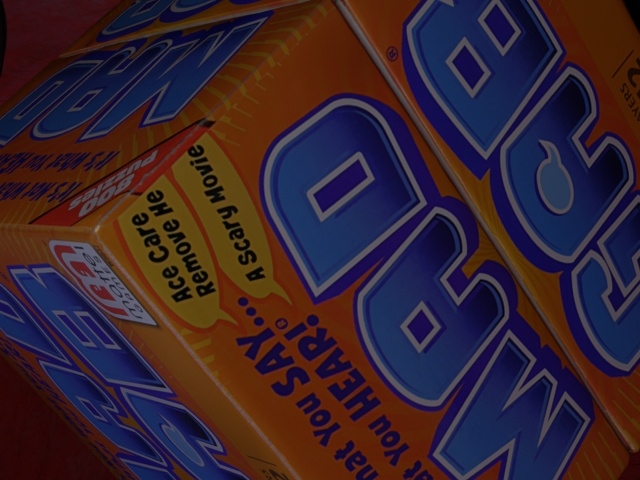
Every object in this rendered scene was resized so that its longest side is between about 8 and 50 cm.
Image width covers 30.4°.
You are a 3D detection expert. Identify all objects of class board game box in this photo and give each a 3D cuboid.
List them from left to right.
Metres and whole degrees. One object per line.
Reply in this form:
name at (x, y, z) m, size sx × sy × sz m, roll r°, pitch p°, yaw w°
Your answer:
board game box at (0.000, 0.000, 0.802) m, size 0.356 × 0.356 × 0.356 m, roll 3°, pitch 135°, yaw 54°

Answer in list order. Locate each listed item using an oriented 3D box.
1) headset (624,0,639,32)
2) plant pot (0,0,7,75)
headset at (0.227, -0.231, 0.801) m, size 0.243 × 0.185 × 0.394 m, roll 24°, pitch 142°, yaw -37°
plant pot at (-0.375, -0.171, 0.951) m, size 0.293 × 0.293 × 0.196 m, roll 1°, pitch -168°, yaw 14°
